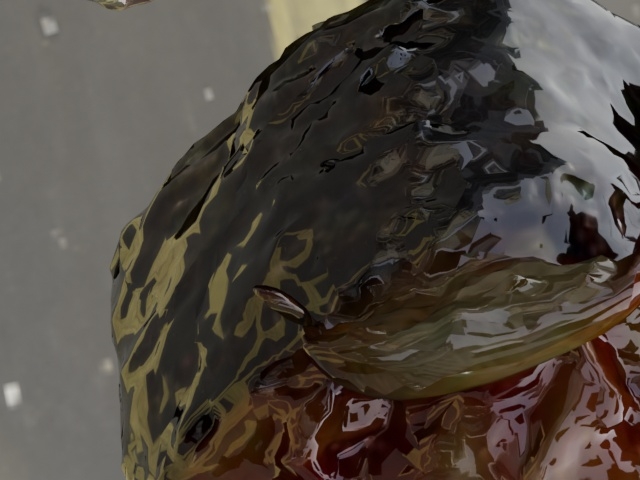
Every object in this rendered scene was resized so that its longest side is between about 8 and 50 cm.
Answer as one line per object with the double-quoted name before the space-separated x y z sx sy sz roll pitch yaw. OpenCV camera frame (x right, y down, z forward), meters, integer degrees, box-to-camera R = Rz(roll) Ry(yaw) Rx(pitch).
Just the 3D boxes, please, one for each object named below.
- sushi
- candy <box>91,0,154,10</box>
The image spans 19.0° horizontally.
"sushi" 0.090 0.057 0.521 0.343 0.196 0.182 29 23 -37
"candy" -0.102 -0.270 0.831 0.320 0.179 0.135 -65 164 12
